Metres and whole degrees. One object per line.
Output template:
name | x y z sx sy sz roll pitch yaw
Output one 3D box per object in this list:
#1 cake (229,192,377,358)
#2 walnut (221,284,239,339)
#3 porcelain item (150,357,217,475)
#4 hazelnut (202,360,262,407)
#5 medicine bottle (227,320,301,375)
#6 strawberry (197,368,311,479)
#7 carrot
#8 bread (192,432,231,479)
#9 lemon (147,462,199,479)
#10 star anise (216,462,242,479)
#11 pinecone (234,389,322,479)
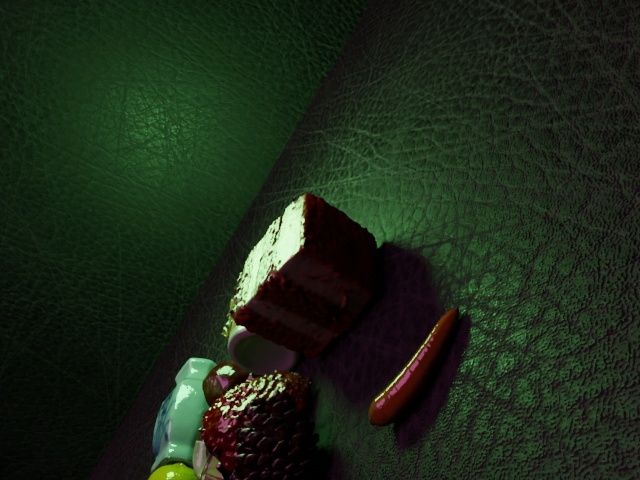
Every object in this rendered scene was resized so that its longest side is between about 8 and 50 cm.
cake | -0.030 0.091 1.437 0.319 0.270 0.269 -48 22 32
walnut | -0.267 0.279 2.000 0.238 0.141 0.204 -95 27 -56
porcelain item | -0.456 0.614 1.926 0.242 0.179 0.405 -50 20 30
hazelnut | -0.271 0.463 1.742 0.202 0.160 0.170 7 78 31
medicine bottle | -0.146 0.199 1.679 0.211 0.211 0.371 -48 22 32
strawberry | -0.175 0.424 1.384 0.306 0.138 0.233 -52 50 0
carrot | 0.176 0.240 1.024 0.062 0.066 0.271 41 101 27
bread | -0.256 0.568 1.524 0.212 0.142 0.224 2 63 50
lemon | -0.444 0.770 1.669 0.178 0.178 0.203 -30 41 57
star anise | -0.175 0.571 1.231 0.177 0.073 0.233 116 140 -89
pinecone | -0.099 0.436 1.209 0.179 0.184 0.204 -41 67 33
